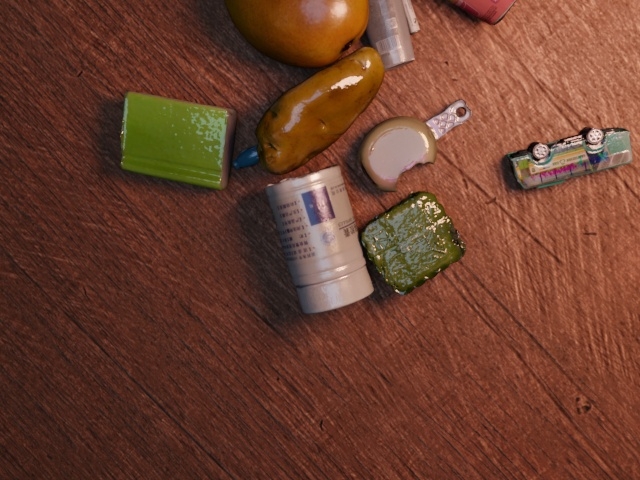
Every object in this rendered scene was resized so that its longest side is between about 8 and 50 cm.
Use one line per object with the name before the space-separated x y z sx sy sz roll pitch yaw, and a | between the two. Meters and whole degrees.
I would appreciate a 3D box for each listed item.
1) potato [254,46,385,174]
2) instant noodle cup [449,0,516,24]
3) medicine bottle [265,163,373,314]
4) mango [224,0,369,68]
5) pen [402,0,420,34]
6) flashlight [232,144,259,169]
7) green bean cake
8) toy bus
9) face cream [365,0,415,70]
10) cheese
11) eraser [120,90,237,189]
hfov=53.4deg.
potato | -0.005 -0.303 1.477 0.369 0.176 0.195 -39 129 8
instant noodle cup | 0.322 -0.601 1.362 0.255 0.244 0.244 35 105 -6
medicine bottle | 0.000 0.000 1.537 0.189 0.190 0.332 -15 97 13
mango | -0.068 -0.540 1.440 0.378 0.221 0.264 32 116 18
pen | 0.191 -0.581 1.482 0.025 0.025 0.204 -18 96 13
flashlight | -0.163 -0.215 1.602 0.129 0.051 0.051 -27 94 16
green bean cake | 0.220 0.005 1.528 0.214 0.113 0.200 -31 96 6
toy bus | 0.565 -0.193 1.451 0.261 0.091 0.109 -14 104 14
face cream | 0.142 -0.535 1.473 0.107 0.073 0.270 -16 97 15
cheese | 0.227 -0.235 1.508 0.286 0.082 0.163 -29 95 13
eraser | -0.361 -0.253 1.612 0.274 0.092 0.210 10 103 7
